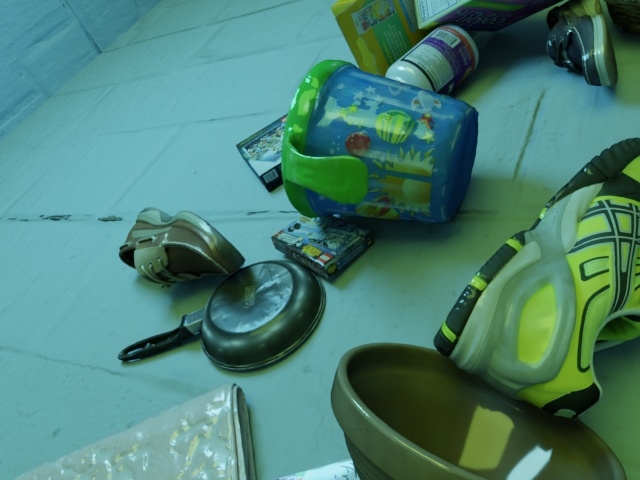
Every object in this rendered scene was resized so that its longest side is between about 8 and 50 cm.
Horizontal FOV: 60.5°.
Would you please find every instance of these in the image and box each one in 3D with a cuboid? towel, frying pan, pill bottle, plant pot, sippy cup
[{"bbox_3d":[-0.222,0.340,0.589,0.332,0.053,0.317,-24,38,5],"label":"towel"},{"bbox_3d":[-0.147,0.098,0.822,0.326,0.053,0.197,-1,44,27],"label":"frying pan"},{"bbox_3d":[0.187,-0.297,1.001,0.193,0.108,0.108,-42,40,-16],"label":"pill bottle"},{"bbox_3d":[0.113,0.187,0.466,0.237,0.237,0.109,30,106,47],"label":"plant pot"},{"bbox_3d":[0.096,-0.126,0.782,0.224,0.240,0.305,15,61,24],"label":"sippy cup"}]

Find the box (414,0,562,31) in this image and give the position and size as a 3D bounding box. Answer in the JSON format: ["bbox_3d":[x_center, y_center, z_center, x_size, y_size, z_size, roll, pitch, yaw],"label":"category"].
[{"bbox_3d":[0.323,-0.470,0.972,0.214,0.117,0.243,-12,5,-31],"label":"box"}]

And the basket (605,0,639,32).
[{"bbox_3d":[0.633,-0.421,0.879,0.299,0.223,0.213,7,83,37],"label":"basket"}]

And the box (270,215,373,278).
[{"bbox_3d":[0.000,0.000,0.841,0.094,0.027,0.137,-36,37,-24],"label":"box"}]

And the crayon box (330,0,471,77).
[{"bbox_3d":[0.159,-0.431,1.085,0.323,0.203,0.083,-44,33,-19],"label":"crayon box"}]

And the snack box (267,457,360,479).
[{"bbox_3d":[0.014,0.270,0.531,0.141,0.037,0.100,-19,40,11],"label":"snack box"}]

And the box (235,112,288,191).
[{"bbox_3d":[-0.040,-0.205,1.088,0.233,0.044,0.159,-33,38,-5],"label":"box"}]

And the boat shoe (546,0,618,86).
[{"bbox_3d":[0.421,-0.324,0.900,0.092,0.102,0.285,-13,37,28],"label":"boat shoe"}]

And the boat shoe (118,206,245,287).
[{"bbox_3d":[-0.236,0.027,0.896,0.324,0.123,0.116,7,56,54],"label":"boat shoe"}]

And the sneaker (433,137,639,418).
[{"bbox_3d":[0.280,0.029,0.577,0.147,0.145,0.385,40,61,20],"label":"sneaker"}]
